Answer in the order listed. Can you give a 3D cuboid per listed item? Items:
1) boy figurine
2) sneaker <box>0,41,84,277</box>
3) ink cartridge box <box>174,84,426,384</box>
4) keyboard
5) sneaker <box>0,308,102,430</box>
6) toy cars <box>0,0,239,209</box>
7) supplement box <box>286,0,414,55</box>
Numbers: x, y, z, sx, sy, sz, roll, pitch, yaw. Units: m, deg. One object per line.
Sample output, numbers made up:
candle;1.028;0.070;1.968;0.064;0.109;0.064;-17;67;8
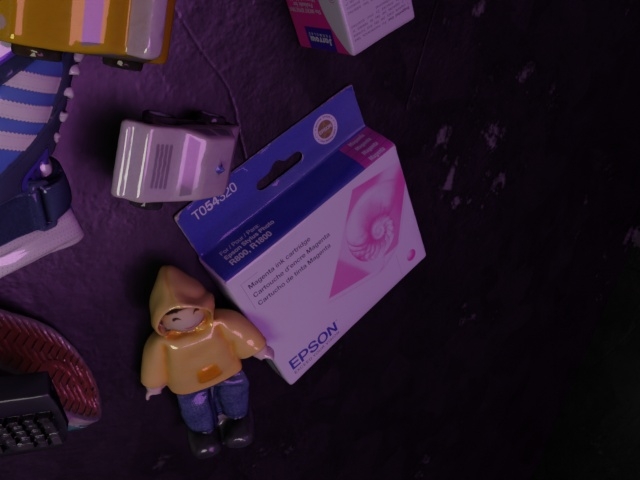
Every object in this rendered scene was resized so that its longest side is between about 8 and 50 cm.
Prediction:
boy figurine;-0.149;0.155;0.764;0.177;0.092;0.285;-12;124;-10
sneaker;-0.281;-0.105;0.543;0.322;0.130;0.236;-59;155;-21
ink cartridge box;0.000;0.000;0.855;0.324;0.071;0.330;-41;133;-19
keyboard;-0.393;0.154;0.490;0.318;0.033;0.201;-6;134;-13
sneaker;-0.358;0.139;0.595;0.121;0.108;0.302;-28;142;6
toy cars;-0.148;-0.134;0.548;0.176;0.087;0.393;-62;160;-22
supplement box;0.016;-0.345;0.674;0.114;0.111;0.220;-39;130;-21
